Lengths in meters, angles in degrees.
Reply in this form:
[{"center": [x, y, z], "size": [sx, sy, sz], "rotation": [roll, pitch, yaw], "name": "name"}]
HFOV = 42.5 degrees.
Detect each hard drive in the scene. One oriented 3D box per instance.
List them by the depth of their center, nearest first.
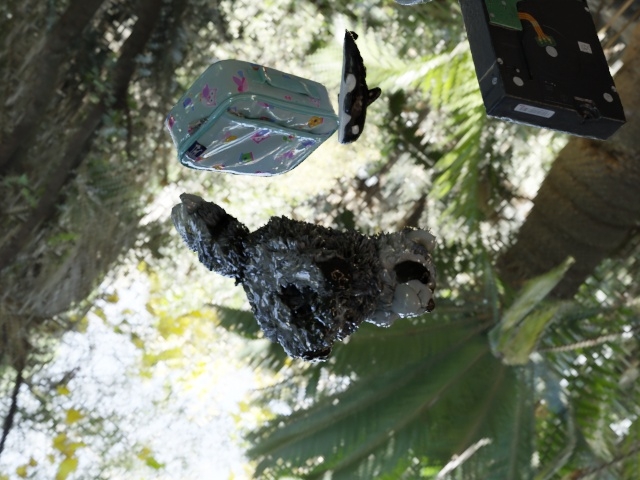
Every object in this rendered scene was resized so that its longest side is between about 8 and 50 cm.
[{"center": [0.349, -0.329, 1.346], "size": [0.236, 0.064, 0.339], "rotation": [7, -121, -23], "name": "hard drive"}]

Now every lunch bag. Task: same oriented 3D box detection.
[{"center": [-0.116, -0.209, 1.449], "size": [0.279, 0.224, 0.108], "rotation": [3, -118, -45], "name": "lunch bag"}]

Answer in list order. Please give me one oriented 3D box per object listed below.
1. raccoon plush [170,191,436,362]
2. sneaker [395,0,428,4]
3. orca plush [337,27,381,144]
[{"center": [0.000, 0.000, 1.418], "size": [0.446, 0.216, 0.299], "rotation": [45, -138, 19], "name": "raccoon plush"}, {"center": [0.177, -0.608, 1.537], "size": [0.126, 0.321, 0.127], "rotation": [9, -160, 38], "name": "sneaker"}, {"center": [0.102, -0.388, 2.097], "size": [0.102, 0.287, 0.151], "rotation": [2, 169, -8], "name": "orca plush"}]
